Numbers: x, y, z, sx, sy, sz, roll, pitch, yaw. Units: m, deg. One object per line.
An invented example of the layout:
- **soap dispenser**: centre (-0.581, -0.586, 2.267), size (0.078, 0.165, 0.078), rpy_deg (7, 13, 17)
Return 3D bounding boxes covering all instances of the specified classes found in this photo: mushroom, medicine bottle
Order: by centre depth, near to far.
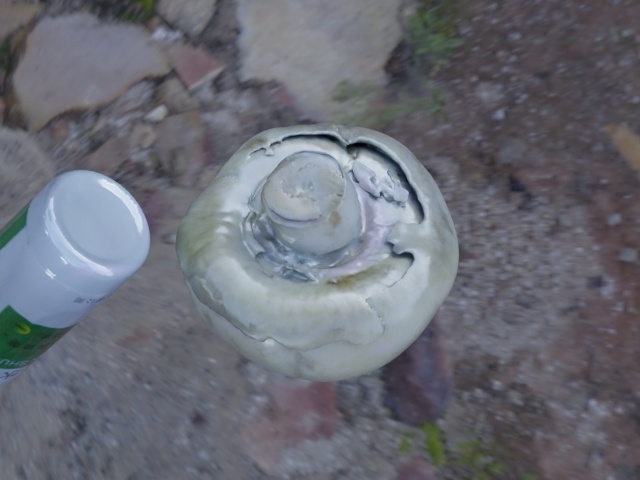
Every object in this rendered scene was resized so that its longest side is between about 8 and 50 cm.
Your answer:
- **mushroom**: centre (0.000, 0.000, 0.940), size (0.154, 0.122, 0.154), rpy_deg (-1, 57, 1)
- **medicine bottle**: centre (-0.234, 0.045, 1.316), size (0.095, 0.260, 0.095), rpy_deg (24, 49, -31)
